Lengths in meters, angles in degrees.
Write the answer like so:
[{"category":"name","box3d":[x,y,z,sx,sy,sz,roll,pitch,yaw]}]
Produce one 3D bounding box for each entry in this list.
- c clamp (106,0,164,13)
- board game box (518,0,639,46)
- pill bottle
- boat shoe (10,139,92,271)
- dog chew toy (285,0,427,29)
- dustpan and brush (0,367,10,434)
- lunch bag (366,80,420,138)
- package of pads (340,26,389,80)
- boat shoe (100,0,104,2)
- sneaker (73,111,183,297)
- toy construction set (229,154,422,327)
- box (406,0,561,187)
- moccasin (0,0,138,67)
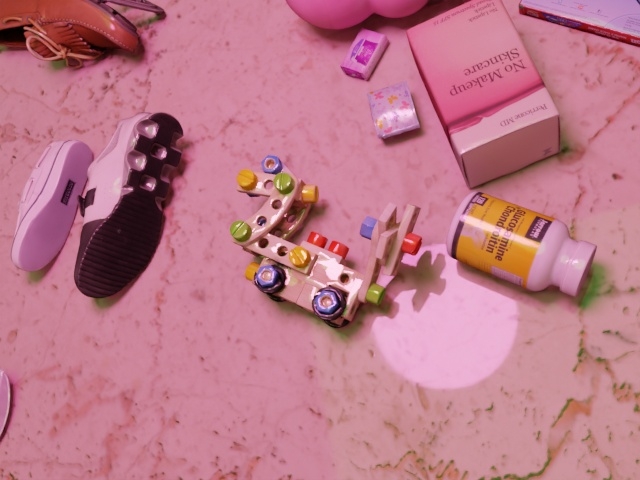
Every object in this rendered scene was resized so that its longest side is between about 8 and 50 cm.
[{"category":"c clamp","box3d":[-0.384,-0.466,1.358,0.137,0.160,0.022,40,118,47]},{"category":"board game box","box3d":[0.466,-0.377,1.088,0.281,0.027,0.145,26,83,25]},{"category":"pill bottle","box3d":[0.275,0.008,0.977,0.184,0.103,0.103,23,80,24]},{"category":"boat shoe","box3d":[-0.497,-0.065,1.283,0.084,0.095,0.258,7,64,25]},{"category":"dog chew toy","box3d":[0.103,-0.454,1.153,0.331,0.207,0.207,0,71,11]},{"category":"dustpan and brush","box3d":[-0.584,0.332,1.191,0.147,0.060,0.211,-13,61,16]},{"category":"lunch bag","box3d":[0.117,-0.202,1.133,0.071,0.053,0.083,-18,57,10]},{"category":"package of pads","box3d":[0.075,-0.314,1.198,0.050,0.032,0.083,25,81,26]},{"category":"boat shoe","box3d":[-0.388,-0.527,1.408,0.228,0.080,0.076,-16,73,14]},{"category":"sneaker","box3d":[-0.349,-0.063,1.223,0.146,0.122,0.331,10,76,40]},{"category":"toy construction set","box3d":[0.000,0.000,1.060,0.327,0.151,0.215,19,78,35]},{"category":"box","box3d":[0.241,-0.222,1.056,0.148,0.127,0.232,-23,65,10]},{"category":"moccasin","box3d":[-0.513,-0.404,1.374,0.379,0.139,0.147,16,84,21]}]
